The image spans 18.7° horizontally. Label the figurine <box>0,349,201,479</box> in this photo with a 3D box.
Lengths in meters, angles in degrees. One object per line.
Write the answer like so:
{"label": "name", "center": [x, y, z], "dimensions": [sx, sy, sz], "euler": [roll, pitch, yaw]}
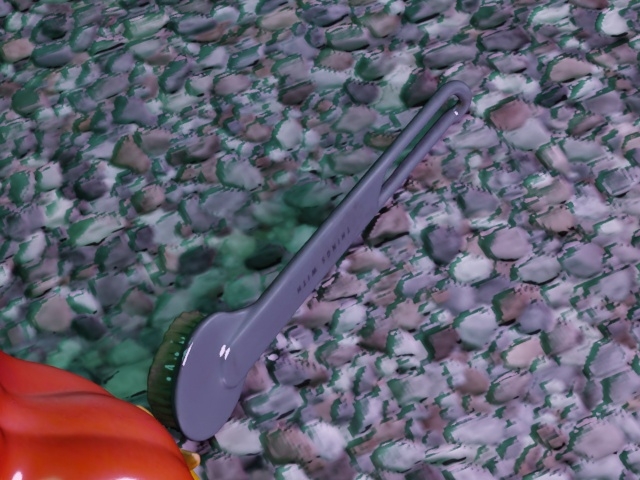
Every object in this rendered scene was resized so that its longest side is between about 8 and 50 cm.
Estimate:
{"label": "figurine", "center": [-0.176, 0.111, 0.768], "dimensions": [0.257, 0.208, 0.181], "euler": [-1, 28, 14]}

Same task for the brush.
{"label": "brush", "center": [0.000, 0.000, 0.955], "dimensions": [0.027, 0.062, 0.266], "euler": [17, 46, 29]}
